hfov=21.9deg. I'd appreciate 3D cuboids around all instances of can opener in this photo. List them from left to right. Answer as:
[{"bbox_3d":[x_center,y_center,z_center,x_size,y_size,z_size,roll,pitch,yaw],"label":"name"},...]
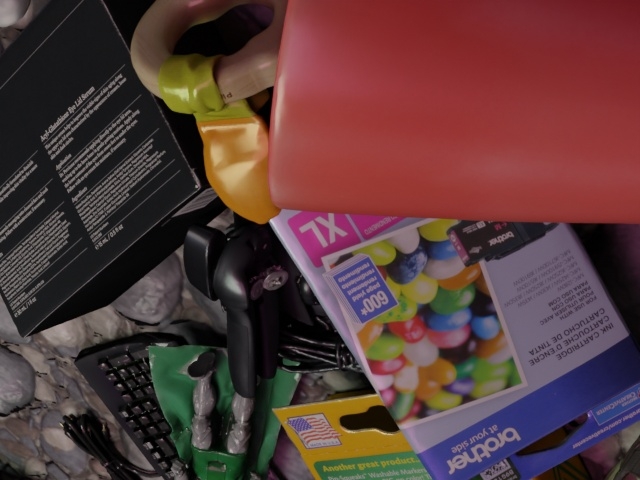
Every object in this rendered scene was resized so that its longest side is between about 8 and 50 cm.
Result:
[{"bbox_3d":[-0.055,0.053,1.268,0.073,0.059,0.186,35,153,33],"label":"can opener"}]

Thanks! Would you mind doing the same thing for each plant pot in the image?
[{"bbox_3d":[0.114,-0.129,1.017,0.243,0.275,0.275,13,132,5],"label":"plant pot"}]

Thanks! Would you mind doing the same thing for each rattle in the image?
[{"bbox_3d":[-0.054,-0.137,1.145,0.130,0.200,0.143,-33,130,14],"label":"rattle"}]

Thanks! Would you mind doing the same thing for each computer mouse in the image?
[{"bbox_3d":[0.000,0.000,1.269,0.188,0.072,0.272,0,118,24],"label":"computer mouse"}]

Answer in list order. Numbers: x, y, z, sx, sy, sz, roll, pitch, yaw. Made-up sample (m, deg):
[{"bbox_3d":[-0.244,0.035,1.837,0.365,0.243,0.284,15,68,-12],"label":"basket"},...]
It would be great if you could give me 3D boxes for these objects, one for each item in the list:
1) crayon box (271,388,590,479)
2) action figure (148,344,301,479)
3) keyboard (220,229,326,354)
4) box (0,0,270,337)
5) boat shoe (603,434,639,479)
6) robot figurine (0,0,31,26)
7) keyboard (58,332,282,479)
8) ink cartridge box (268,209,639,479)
[{"bbox_3d":[0.125,0.225,1.413,0.203,0.083,0.323,-11,122,33],"label":"crayon box"},{"bbox_3d":[-0.091,0.197,1.491,0.137,0.063,0.232,9,128,4],"label":"action figure"},{"bbox_3d":[0.007,0.053,1.373,0.192,0.038,0.100,14,109,17],"label":"keyboard"},{"bbox_3d":[-0.171,-0.069,1.258,0.261,0.103,0.184,-36,81,42],"label":"box"},{"bbox_3d":[0.280,0.180,1.304,0.080,0.073,0.224,29,134,2],"label":"boat shoe"},{"bbox_3d":[-0.219,-0.287,1.071,0.353,0.200,0.300,25,110,9],"label":"robot figurine"},{"bbox_3d":[-0.135,0.225,1.580,0.201,0.033,0.317,-17,117,36],"label":"keyboard"},{"bbox_3d":[0.114,0.052,1.214,0.185,0.065,0.311,-30,109,6],"label":"ink cartridge box"}]
